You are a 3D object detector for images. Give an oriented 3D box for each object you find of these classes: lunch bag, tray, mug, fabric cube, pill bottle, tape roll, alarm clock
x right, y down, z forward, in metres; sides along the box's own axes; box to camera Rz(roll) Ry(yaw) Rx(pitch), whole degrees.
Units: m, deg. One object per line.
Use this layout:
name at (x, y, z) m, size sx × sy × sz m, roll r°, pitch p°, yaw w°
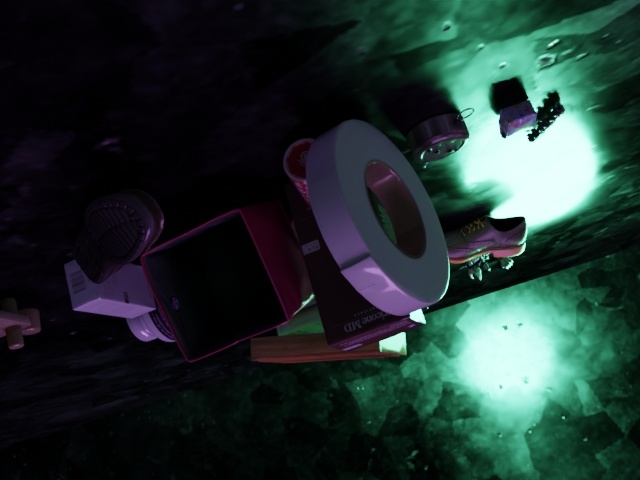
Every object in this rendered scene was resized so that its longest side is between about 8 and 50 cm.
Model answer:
lunch bag at (0.429, -0.262, 1.710) m, size 0.071 × 0.053 × 0.083 m, roll -20°, pitch 154°, yaw 0°
tray at (0.023, 0.314, 2.289) m, size 0.410 × 0.076 × 0.203 m, roll -9°, pitch 167°, yaw 25°
mug at (0.010, -0.136, 1.580) m, size 0.150 × 0.113 × 0.169 m, roll -4°, pitch 162°, yaw 16°
fabric cube at (-0.189, 0.077, 1.704) m, size 0.259 × 0.254 × 0.258 m, roll -24°, pitch -177°, yaw 16°
pill bottle at (-0.338, 0.148, 2.009) m, size 0.322 × 0.182 × 0.181 m, roll -24°, pitch 162°, yaw 18°
tape roll at (0.117, -0.047, 1.494) m, size 0.072 × 0.392 × 0.392 m, roll -27°, pitch 161°, yaw 28°
alarm clock at (0.261, -0.224, 1.651) m, size 0.129 × 0.064 × 0.192 m, roll -7°, pitch 157°, yaw -32°

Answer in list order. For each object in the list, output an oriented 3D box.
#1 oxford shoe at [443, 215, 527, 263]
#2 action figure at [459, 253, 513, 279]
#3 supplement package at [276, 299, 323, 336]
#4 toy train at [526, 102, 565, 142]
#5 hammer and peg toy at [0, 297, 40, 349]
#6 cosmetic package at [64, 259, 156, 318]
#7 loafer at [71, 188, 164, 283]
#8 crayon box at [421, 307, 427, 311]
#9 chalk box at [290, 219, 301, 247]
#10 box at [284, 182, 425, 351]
oxford shoe at (0.480, -0.020, 2.480) m, size 0.363 × 0.130 × 0.133 m, roll -7°, pitch 129°, yaw -11°
action figure at (0.577, 0.063, 2.742) m, size 0.164 × 0.141 × 0.276 m, roll -29°, pitch 162°, yaw -1°
supplement package at (0.002, 0.164, 2.369) m, size 0.262 × 0.199 × 0.198 m, roll -23°, pitch 162°, yaw 20°
toy train at (0.528, -0.273, 1.816) m, size 0.036 × 0.027 × 0.158 m, roll -16°, pitch 164°, yaw -16°
hammer and peg toy at (-0.836, 0.227, 1.847) m, size 0.265 × 0.127 × 0.361 m, roll -21°, pitch 163°, yaw 10°
cosmetic package at (-0.494, 0.111, 1.849) m, size 0.085 × 0.117 × 0.231 m, roll -22°, pitch 164°, yaw 18°
loafer at (-0.393, -0.026, 1.551) m, size 0.130 × 0.134 × 0.366 m, roll -39°, pitch -173°, yaw -34°
crayon box at (0.189, 0.094, 2.200) m, size 0.081 × 0.279 × 0.165 m, roll -5°, pitch 159°, yaw -31°
chalk box at (0.000, 0.000, 1.968) m, size 0.132 × 0.132 × 0.213 m, roll -8°, pitch 160°, yaw -30°
box at (0.070, 0.029, 1.695) m, size 0.191 × 0.382 × 0.143 m, roll -23°, pitch 162°, yaw 16°
